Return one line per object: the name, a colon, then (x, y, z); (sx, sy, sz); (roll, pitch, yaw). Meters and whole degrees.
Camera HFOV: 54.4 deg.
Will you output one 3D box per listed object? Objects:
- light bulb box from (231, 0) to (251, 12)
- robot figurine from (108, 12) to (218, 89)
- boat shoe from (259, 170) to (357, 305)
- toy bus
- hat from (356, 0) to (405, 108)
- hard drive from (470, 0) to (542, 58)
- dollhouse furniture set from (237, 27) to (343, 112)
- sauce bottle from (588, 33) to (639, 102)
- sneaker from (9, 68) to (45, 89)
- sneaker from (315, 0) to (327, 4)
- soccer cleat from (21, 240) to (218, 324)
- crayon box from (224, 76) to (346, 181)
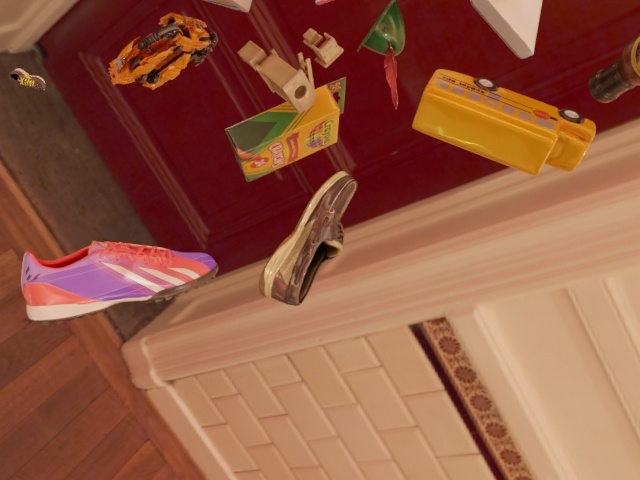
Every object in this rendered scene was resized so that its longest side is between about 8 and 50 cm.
light bulb box: (-0.330, -0.683, 1.371); (0.361, 0.358, 0.225); (-68, 176, -76)
robot figurine: (-0.407, -0.489, 1.610); (0.211, 0.291, 0.085); (-10, 78, -56)
boat shoe: (0.000, 0.000, 0.892); (0.223, 0.073, 0.080); (-55, 158, -22)
toy bus: (0.362, -0.228, 1.237); (0.333, 0.108, 0.130); (23, 42, 8)
hat: (0.213, -0.509, 1.639); (0.183, 0.208, 0.173); (37, 60, -7)
hard drive: (0.494, -0.675, 1.600); (0.233, 0.047, 0.353); (33, 62, -33)
dollhouse furniture set: (-0.058, -0.404, 1.393); (0.182, 0.161, 0.101); (45, -2, 33)
sauce bottle: (0.660, -0.364, 1.184); (0.111, 0.344, 0.111); (5, 74, -17)
sneaker: (-0.655, -0.355, 1.390); (0.083, 0.031, 0.035); (23, 31, 5)
sneaker: (0.053, -0.717, 1.734); (0.170, 0.063, 0.074); (-25, 106, -17)
soccer cleat: (-0.325, 0.048, 1.040); (0.318, 0.109, 0.116); (-12, 102, -26)
crayon box: (-0.066, -0.274, 1.562); (0.081, 0.319, 0.202); (63, -6, 12)
